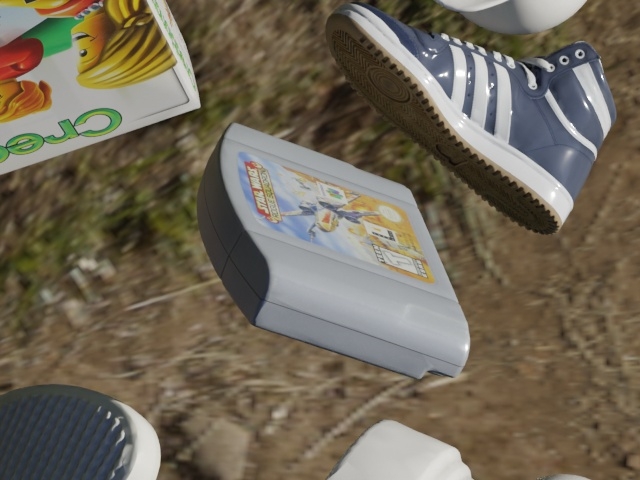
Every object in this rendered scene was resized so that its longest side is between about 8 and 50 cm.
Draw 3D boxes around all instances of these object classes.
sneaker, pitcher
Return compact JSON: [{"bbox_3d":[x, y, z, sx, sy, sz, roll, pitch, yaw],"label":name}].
[{"bbox_3d":[0.142,-0.148,1.728,0.282,0.099,0.153,41,72,-16],"label":"sneaker"},{"bbox_3d":[-0.234,0.211,1.650,0.150,0.366,0.135,19,64,-41],"label":"sneaker"},{"bbox_3d":[0.162,-0.225,1.407,0.177,0.207,0.125,-27,88,13],"label":"pitcher"}]

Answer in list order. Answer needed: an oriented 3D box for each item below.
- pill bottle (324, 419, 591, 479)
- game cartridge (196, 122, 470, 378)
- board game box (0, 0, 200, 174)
[{"bbox_3d":[0.155,0.245,0.967,0.363,0.210,0.210,25,80,16],"label":"pill bottle"},{"bbox_3d":[0.000,0.000,1.563,0.198,0.297,0.062,23,111,-19],"label":"game cartridge"},{"bbox_3d":[-0.233,-0.088,1.025,0.305,0.193,0.053,-18,62,3],"label":"board game box"}]
